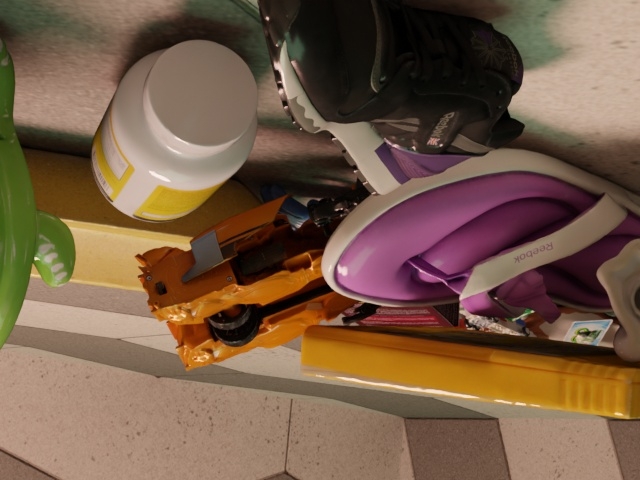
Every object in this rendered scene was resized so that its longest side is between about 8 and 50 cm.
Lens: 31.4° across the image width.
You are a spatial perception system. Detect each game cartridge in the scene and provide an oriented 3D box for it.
[{"bbox_3d":[0.192,0.114,1.036,0.324,0.052,0.285,2,177,34],"label":"game cartridge"}]

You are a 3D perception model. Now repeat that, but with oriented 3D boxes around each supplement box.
[{"bbox_3d":[0.093,0.063,1.431,0.130,0.073,0.239,0,167,16],"label":"supplement box"}]

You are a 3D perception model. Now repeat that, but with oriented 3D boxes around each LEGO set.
[{"bbox_3d":[0.252,0.110,1.395,0.183,0.060,0.244,-3,150,-5],"label":"LEGO set"}]

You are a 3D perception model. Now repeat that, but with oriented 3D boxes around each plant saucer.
[{"bbox_3d":[-0.219,-0.015,1.201,0.333,0.081,0.333,8,166,-13],"label":"plant saucer"}]

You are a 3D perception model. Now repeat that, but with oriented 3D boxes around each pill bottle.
[{"bbox_3d":[-0.105,-0.079,0.825,0.103,0.103,0.184,9,167,-17],"label":"pill bottle"}]

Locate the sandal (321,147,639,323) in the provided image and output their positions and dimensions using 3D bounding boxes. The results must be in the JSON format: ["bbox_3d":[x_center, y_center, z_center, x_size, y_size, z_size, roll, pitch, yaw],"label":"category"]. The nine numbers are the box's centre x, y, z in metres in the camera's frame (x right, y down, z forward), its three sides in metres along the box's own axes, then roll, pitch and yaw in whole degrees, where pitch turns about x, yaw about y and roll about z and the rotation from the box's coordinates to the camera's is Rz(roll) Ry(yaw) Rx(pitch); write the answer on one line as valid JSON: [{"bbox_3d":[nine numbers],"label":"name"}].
[{"bbox_3d":[0.193,0.015,0.975,0.416,0.102,0.169,2,131,-36],"label":"sandal"}]

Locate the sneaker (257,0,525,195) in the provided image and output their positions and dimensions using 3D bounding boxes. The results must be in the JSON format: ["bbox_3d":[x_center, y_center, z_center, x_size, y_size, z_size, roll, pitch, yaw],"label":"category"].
[{"bbox_3d":[0.053,-0.114,0.683,0.124,0.107,0.283,-14,166,15],"label":"sneaker"}]

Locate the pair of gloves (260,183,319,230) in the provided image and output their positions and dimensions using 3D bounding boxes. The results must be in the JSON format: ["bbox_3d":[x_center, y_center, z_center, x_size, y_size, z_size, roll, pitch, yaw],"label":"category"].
[{"bbox_3d":[0.000,0.000,1.183,0.159,0.023,0.198,30,167,-3],"label":"pair of gloves"}]

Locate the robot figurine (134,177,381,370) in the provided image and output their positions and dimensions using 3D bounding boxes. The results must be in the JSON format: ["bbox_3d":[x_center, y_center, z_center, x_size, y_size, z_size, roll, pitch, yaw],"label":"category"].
[{"bbox_3d":[-0.007,0.014,1.009,0.291,0.085,0.211,-22,153,-5],"label":"robot figurine"}]

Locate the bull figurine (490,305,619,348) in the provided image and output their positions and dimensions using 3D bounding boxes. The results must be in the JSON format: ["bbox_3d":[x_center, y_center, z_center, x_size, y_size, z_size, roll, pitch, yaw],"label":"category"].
[{"bbox_3d":[0.331,0.139,1.591,0.310,0.101,0.188,-1,172,17],"label":"bull figurine"}]

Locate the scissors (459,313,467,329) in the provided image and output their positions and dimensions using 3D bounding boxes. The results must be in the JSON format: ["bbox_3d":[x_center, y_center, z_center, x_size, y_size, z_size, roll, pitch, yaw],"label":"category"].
[{"bbox_3d":[0.189,0.123,1.592,0.109,0.021,0.297,4,-177,-16],"label":"scissors"}]

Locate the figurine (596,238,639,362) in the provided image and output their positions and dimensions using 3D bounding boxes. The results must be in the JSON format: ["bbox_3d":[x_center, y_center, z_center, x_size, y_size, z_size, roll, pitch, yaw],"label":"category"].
[{"bbox_3d":[0.326,0.021,0.949,0.215,0.092,0.209,-40,163,8],"label":"figurine"}]

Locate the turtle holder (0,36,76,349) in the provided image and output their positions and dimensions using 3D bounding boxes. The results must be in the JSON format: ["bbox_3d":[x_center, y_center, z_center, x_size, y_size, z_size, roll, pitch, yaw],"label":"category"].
[{"bbox_3d":[-0.320,-0.012,0.802,0.320,0.243,0.227,-26,169,37],"label":"turtle holder"}]
